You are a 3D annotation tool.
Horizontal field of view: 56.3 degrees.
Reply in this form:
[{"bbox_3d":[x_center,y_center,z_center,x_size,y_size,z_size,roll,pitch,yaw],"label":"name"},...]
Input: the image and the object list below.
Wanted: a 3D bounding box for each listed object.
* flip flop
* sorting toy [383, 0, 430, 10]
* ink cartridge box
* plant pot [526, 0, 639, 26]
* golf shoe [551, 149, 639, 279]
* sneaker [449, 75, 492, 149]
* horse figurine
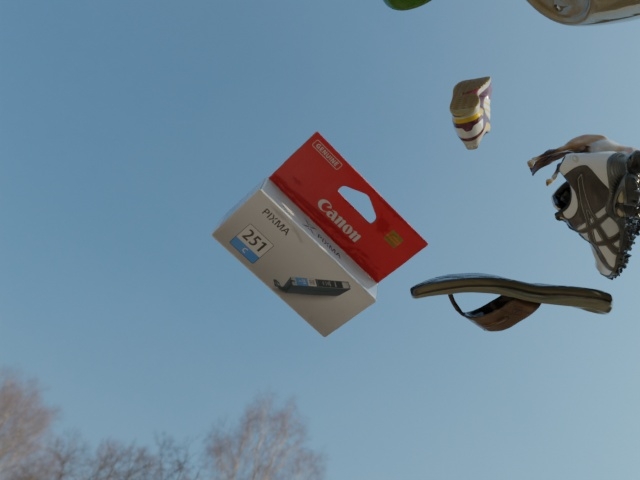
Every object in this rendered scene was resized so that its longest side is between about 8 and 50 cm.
[{"bbox_3d":[0.266,0.092,0.849,0.277,0.112,0.080,6,-89,6],"label":"flip flop"},{"bbox_3d":[0.064,-0.174,0.314,0.102,0.061,0.042,-35,-42,18],"label":"sorting toy"},{"bbox_3d":[0.000,0.000,1.068,0.296,0.066,0.261,43,-65,-14],"label":"ink cartridge box"},{"bbox_3d":[0.315,-0.350,0.652,0.191,0.284,0.284,-43,-63,1],"label":"plant pot"},{"bbox_3d":[0.305,-0.032,0.658,0.094,0.077,0.198,17,-29,30],"label":"golf shoe"},{"bbox_3d":[0.274,-0.232,1.079,0.069,0.185,0.084,-3,-57,29],"label":"sneaker"},{"bbox_3d":[0.504,-0.143,1.099,0.174,0.263,0.066,-27,-63,-14],"label":"horse figurine"}]
